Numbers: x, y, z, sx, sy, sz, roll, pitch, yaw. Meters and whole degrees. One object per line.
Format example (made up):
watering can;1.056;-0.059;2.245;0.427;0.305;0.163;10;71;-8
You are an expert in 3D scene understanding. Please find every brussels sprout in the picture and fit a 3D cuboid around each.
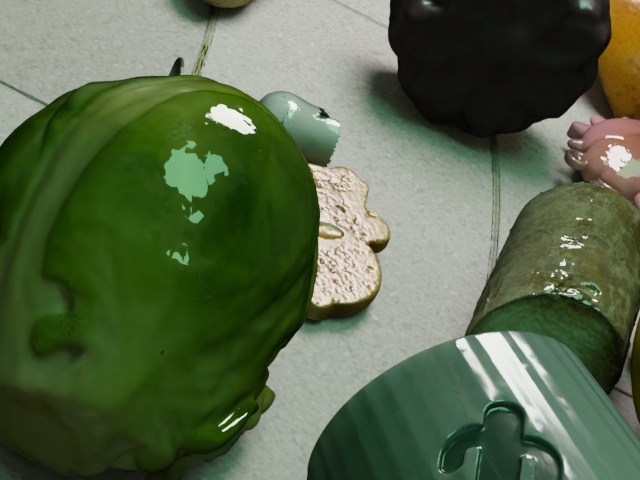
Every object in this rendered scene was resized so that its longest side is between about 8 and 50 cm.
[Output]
brussels sprout;-0.148;0.016;1.197;0.276;0.315;0.371;14;40;17

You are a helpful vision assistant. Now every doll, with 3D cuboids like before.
doll;0.430;-0.096;1.859;0.262;0.093;0.211;-1;44;-34

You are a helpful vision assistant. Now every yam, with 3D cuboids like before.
yam;0.257;0.064;1.510;0.168;0.168;0.304;32;35;1

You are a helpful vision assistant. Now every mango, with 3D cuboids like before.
mango;0.501;-0.233;2.005;0.201;0.199;0.350;-40;87;-22

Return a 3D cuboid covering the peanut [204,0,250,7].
peanut;-0.097;-0.356;1.797;0.098;0.090;0.214;65;31;-20

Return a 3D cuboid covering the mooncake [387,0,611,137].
mooncake;0.222;-0.262;1.754;0.283;0.283;0.141;20;35;-14

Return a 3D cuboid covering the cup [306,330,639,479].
cup;0.205;0.306;1.099;0.401;0.310;0.392;20;32;-40

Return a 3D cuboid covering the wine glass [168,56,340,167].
wine glass;-0.077;-0.138;1.576;0.195;0.079;0.079;16;39;-18

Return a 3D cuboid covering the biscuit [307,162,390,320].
biscuit;0.000;0.000;1.507;0.166;0.036;0.225;12;44;-22

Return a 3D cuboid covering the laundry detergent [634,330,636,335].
laundry detergent;0.496;0.147;1.626;0.290;0.094;0.143;26;41;-7

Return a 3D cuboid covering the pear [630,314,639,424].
pear;0.447;0.125;1.406;0.285;0.285;0.336;34;30;5
